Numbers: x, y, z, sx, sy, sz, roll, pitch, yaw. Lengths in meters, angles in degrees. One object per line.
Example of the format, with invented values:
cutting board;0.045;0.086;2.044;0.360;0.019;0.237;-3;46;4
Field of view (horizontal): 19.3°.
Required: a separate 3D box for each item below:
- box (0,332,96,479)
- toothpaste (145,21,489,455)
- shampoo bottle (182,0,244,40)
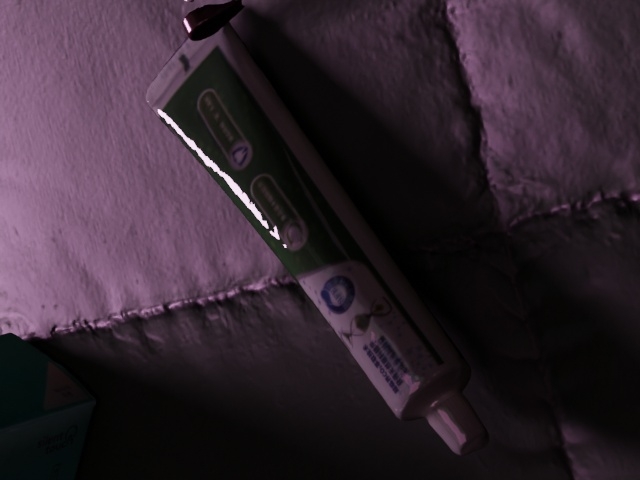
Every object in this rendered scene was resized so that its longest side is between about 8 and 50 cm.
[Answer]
box;-0.321;0.252;1.563;0.118;0.205;0.311;28;113;27
toothpaste;0.000;0.000;1.372;0.099;0.061;0.392;-47;65;24
shampoo bottle;-0.137;-0.257;1.422;0.068;0.067;0.236;-38;75;40
